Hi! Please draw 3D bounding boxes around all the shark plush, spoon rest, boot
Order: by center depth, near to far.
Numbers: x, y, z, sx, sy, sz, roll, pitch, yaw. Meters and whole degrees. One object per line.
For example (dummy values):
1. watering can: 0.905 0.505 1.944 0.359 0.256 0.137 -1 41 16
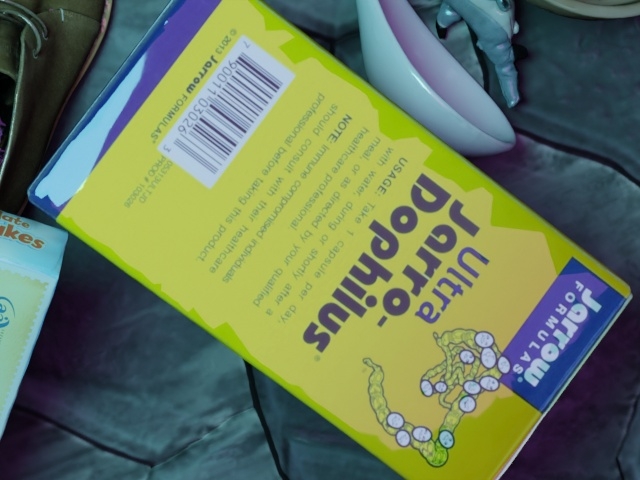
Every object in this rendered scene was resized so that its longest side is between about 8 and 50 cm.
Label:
1. boot: -0.210 -0.146 0.999 0.112 0.115 0.305 14 83 -11
2. spoon rest: 0.037 -0.159 1.034 0.276 0.137 0.084 38 110 0
3. shark plush: 0.114 -0.180 1.088 0.067 0.073 0.161 -26 111 19

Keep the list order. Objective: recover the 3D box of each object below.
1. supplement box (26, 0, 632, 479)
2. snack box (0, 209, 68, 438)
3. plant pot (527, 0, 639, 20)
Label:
1. supplement box: 0.000 0.000 0.993 0.356 0.194 0.195 37 87 -6
2. snack box: -0.305 0.107 0.946 0.187 0.060 0.322 18 119 -13
3. plant pot: 0.185 -0.276 1.040 0.237 0.110 0.237 -1 92 -20
